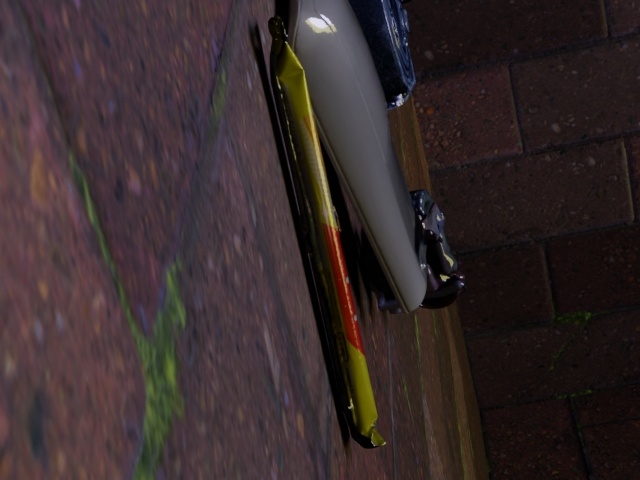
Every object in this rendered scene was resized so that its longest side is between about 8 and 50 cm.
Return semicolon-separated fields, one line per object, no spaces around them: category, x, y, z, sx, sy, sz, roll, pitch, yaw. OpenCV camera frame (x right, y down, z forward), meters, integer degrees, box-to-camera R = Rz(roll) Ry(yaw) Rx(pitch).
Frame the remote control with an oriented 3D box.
remote control;0.039;-0.083;1.068;0.109;0.055;0.313;-91;161;-47

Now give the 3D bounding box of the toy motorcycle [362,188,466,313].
toy motorcycle;0.086;0.023;1.293;0.122;0.082;0.213;72;21;-6

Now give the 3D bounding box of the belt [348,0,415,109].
belt;0.041;-0.213;1.264;0.141;0.082;0.190;58;20;-56

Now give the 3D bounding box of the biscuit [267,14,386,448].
biscuit;0.000;0.000;0.864;0.048;0.026;0.292;-144;-140;-72

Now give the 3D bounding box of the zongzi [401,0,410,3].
zongzi;0.031;-0.375;1.372;0.134;0.288;0.286;-59;-169;-18
